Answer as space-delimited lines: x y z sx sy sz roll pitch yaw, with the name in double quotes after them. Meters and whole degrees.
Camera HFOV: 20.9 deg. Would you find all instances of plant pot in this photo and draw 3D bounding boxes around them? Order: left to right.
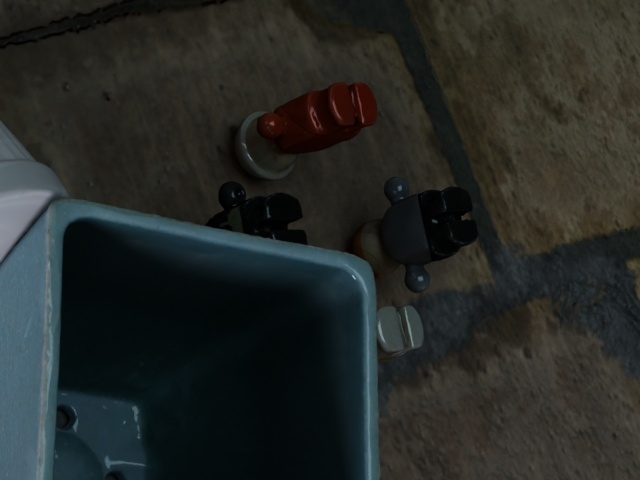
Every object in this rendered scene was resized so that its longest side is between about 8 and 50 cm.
-0.130 0.144 1.198 0.248 0.252 0.247 11 66 -31 "plant pot"

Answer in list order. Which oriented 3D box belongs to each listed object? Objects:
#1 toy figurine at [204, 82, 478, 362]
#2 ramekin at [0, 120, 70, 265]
0.000 0.000 1.416 0.209 0.148 0.213 42 52 -22 "toy figurine"
-0.311 -0.008 1.132 0.273 0.273 0.127 -26 78 -38 "ramekin"
